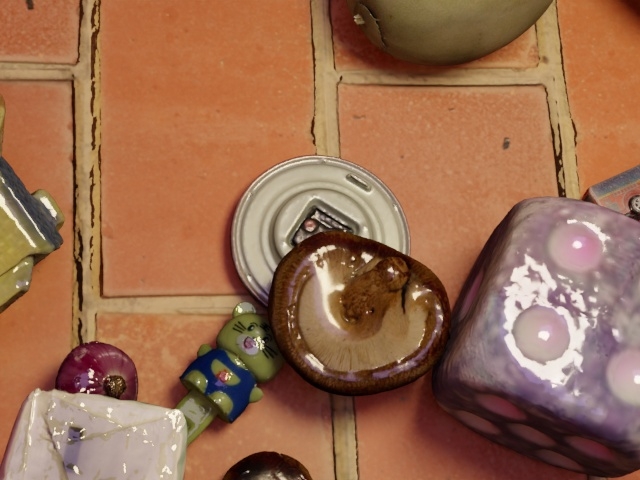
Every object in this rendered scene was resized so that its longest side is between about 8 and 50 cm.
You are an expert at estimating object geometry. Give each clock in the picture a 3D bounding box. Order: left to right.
[{"bbox_3d":[0.001,0.000,1.678,0.244,0.056,0.245,2,73,-7],"label":"clock"}]

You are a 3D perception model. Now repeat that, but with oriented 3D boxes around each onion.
[{"bbox_3d":[-0.282,0.183,1.562,0.115,0.104,0.115,-2,92,-48],"label":"onion"}]

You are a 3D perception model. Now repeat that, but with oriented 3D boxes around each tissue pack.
[{"bbox_3d":[-0.262,0.326,1.382,0.193,0.356,0.266,12,71,-8],"label":"tissue pack"}]

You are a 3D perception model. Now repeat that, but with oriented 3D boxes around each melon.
[{"bbox_3d":[0.182,-0.378,1.712,0.330,0.268,0.269,-30,79,-8],"label":"melon"}]

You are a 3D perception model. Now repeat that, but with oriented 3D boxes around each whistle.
[{"bbox_3d":[-0.123,0.175,1.589,0.105,0.085,0.227,40,72,9],"label":"whistle"}]

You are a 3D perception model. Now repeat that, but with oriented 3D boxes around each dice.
[{"bbox_3d":[0.310,0.122,1.569,0.271,0.270,0.270,25,71,0],"label":"dice"}]

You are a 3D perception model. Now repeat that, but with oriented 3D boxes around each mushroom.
[{"bbox_3d":[-0.065,0.321,1.570,0.123,0.052,0.123,2,76,-10],"label":"mushroom"},{"bbox_3d":[0.045,0.093,1.581,0.231,0.138,0.194,31,100,4],"label":"mushroom"}]

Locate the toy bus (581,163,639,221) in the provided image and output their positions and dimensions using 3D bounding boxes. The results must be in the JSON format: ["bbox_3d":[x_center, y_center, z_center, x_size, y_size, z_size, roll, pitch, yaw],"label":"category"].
[{"bbox_3d":[0.460,-0.073,1.763,0.192,0.065,0.077,-24,70,-15],"label":"toy bus"}]

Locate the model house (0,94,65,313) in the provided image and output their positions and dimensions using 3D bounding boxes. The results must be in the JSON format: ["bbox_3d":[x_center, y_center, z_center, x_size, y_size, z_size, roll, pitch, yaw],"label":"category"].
[{"bbox_3d":[-0.481,-0.025,1.551,0.321,0.261,0.266,54,47,-8],"label":"model house"}]
